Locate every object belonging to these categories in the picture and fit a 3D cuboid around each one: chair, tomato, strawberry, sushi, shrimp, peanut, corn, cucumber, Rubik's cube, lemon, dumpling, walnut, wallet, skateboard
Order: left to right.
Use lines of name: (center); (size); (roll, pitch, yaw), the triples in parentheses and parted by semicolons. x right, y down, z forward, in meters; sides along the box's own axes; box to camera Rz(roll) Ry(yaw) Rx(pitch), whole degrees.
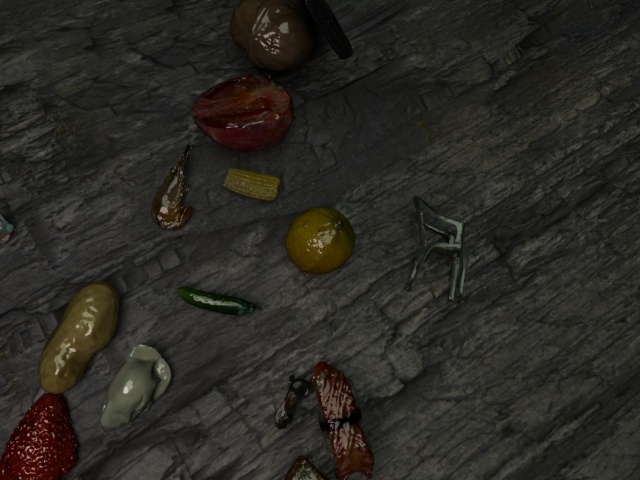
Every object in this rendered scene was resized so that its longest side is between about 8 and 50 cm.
Rubik's cube: (-0.900, -0.027, 1.515); (0.073, 0.075, 0.084); (42, 89, 20)
strawberry: (-0.726, 0.538, 1.384); (0.188, 0.106, 0.286); (3, 76, -8)
peanut: (-0.639, 0.256, 1.447); (0.147, 0.147, 0.319); (25, 72, -1)
dumpling: (-0.490, 0.399, 1.453); (0.151, 0.124, 0.229); (36, 78, -35)
shrimp: (-0.414, -0.155, 1.616); (0.117, 0.066, 0.262); (28, 89, -15)
cucumber: (-0.289, 0.179, 1.552); (0.250, 0.056, 0.056); (12, 75, -1)
tomato: (-0.222, -0.358, 1.635); (0.308, 0.170, 0.309); (-8, 45, 8)
corn: (-0.207, -0.172, 1.643); (0.165, 0.063, 0.085); (15, 84, -1)
walnut: (-0.141, -0.643, 1.666); (0.227, 0.273, 0.273); (-31, 79, 29)
skateboard: (-0.079, 0.453, 1.499); (0.067, 0.080, 0.151); (28, 77, -6)
wallet: (-0.016, -0.728, 1.642); (0.062, 0.228, 0.406); (-30, 46, 12)
lemon: (0.000, 0.000, 1.552); (0.192, 0.231, 0.192); (19, 54, -28)
sushi: (0.059, 0.495, 1.489); (0.124, 0.130, 0.332); (-14, 73, -5)
chair: (0.339, 0.023, 1.598); (0.190, 0.203, 0.275); (12, 80, 8)

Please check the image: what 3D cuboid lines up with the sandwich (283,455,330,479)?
sandwich: (-0.002, 0.767, 1.406); (0.325, 0.131, 0.262); (37, 74, 2)
